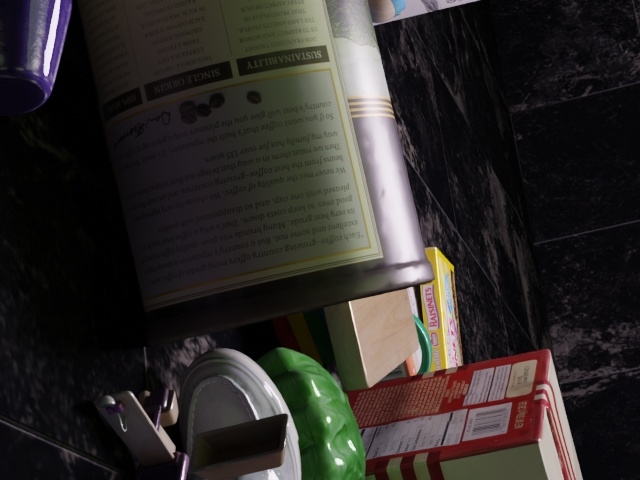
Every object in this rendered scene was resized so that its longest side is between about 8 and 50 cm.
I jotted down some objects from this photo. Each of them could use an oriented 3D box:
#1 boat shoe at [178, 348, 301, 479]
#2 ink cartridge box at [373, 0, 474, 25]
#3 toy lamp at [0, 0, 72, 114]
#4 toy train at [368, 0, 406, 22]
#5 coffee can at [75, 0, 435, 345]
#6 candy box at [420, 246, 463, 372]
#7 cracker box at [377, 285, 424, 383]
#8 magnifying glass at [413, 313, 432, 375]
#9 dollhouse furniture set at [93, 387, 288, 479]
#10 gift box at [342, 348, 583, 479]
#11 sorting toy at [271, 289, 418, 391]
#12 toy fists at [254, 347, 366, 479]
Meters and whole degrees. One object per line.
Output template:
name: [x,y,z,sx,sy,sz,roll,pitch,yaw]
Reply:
boat shoe: [-0.051,0.189,1.037,0.081,0.079,0.228,-41,120,-79]
ink cartridge box: [0.102,-0.342,1.828,0.158,0.217,0.092,43,37,-66]
toy lamp: [-0.186,-0.202,0.872,0.080,0.080,0.275,46,33,-64]
toy train: [-0.012,-0.263,1.416,0.105,0.143,0.248,34,-20,42]
coffee can: [-0.050,-0.083,1.039,0.201,0.201,0.275,-3,80,-76]
candy box: [0.136,0.118,1.672,0.105,0.027,0.206,36,48,-68]
cracker box: [0.075,0.072,1.661,0.232,0.067,0.156,-52,128,-73]
magnifying glass: [0.072,0.179,1.545,0.026,0.092,0.231,-48,134,-77]
dollhouse furniture set: [-0.080,0.101,0.943,0.091,0.114,0.081,-83,151,-49]
gift box: [0.143,0.269,1.350,0.255,0.276,0.258,-50,127,-66]
sorting toy: [0.000,0.000,1.388,0.257,0.089,0.256,-15,92,-76]
toy fists: [-0.006,0.219,1.165,0.142,0.096,0.279,66,13,-72]
